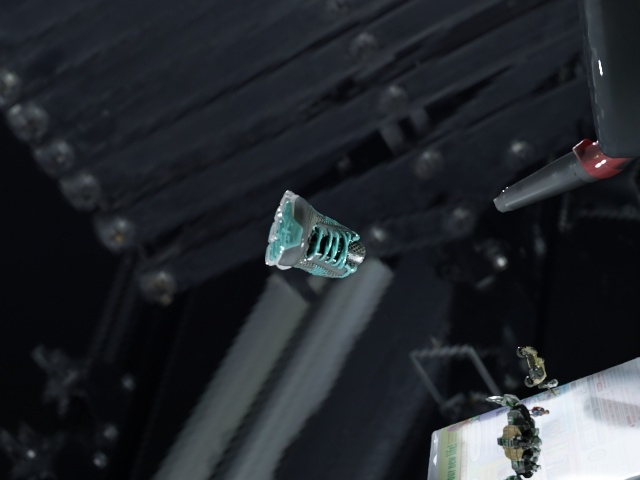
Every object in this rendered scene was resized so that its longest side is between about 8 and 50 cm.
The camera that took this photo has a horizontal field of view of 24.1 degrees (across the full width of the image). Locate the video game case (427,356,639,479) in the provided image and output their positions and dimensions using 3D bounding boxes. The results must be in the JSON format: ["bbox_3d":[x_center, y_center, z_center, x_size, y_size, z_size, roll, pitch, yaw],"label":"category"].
[{"bbox_3d":[0.163,0.143,1.009,0.193,0.023,0.212,-22,-169,11],"label":"video game case"}]

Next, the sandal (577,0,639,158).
[{"bbox_3d":[0.130,-0.253,0.556,0.107,0.446,0.167,-7,-160,10],"label":"sandal"}]

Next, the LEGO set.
[{"bbox_3d":[0.104,0.092,0.746,0.023,0.083,0.054,-1,-127,-22],"label":"LEGO set"}]

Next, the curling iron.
[{"bbox_3d":[0.205,-0.064,1.160,0.274,0.068,0.035,153,-67,-67],"label":"curling iron"}]

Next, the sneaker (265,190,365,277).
[{"bbox_3d":[0.000,0.000,1.236,0.076,0.166,0.065,14,-90,6],"label":"sneaker"}]
